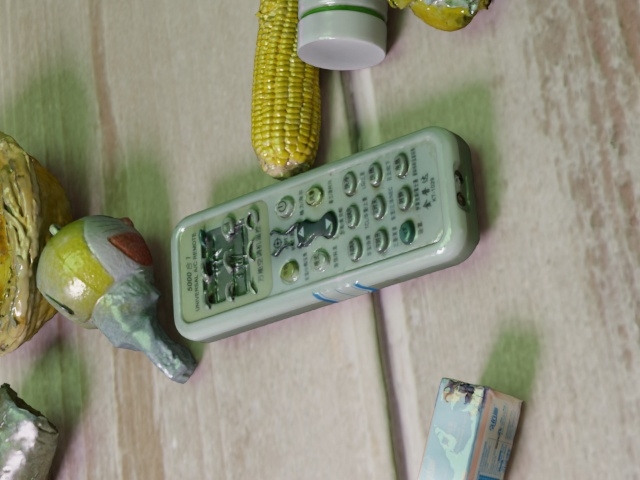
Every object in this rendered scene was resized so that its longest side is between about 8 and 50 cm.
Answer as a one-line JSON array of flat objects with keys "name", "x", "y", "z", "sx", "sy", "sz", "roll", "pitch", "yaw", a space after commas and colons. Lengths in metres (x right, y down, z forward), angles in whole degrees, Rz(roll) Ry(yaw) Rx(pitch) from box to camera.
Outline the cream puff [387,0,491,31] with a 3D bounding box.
[{"name": "cream puff", "x": 0.102, "y": -0.318, "z": 1.714, "sx": 0.221, "sy": 0.195, "sz": 0.195, "roll": -53, "pitch": 50, "yaw": 10}]

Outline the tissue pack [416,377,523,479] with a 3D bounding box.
[{"name": "tissue pack", "x": 0.125, "y": 0.169, "z": 1.612, "sx": 0.059, "sy": 0.074, "sz": 0.094, "roll": 11, "pitch": 82, "yaw": 34}]

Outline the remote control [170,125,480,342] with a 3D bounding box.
[{"name": "remote control", "x": 0.000, "y": 0.000, "z": 1.771, "sx": 0.335, "sy": 0.065, "sz": 0.128, "roll": -18, "pitch": 68, "yaw": 35}]

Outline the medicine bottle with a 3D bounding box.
[{"name": "medicine bottle", "x": 0.023, "y": -0.261, "z": 1.818, "sx": 0.086, "sy": 0.086, "sz": 0.183, "roll": -11, "pitch": 70, "yaw": 37}]

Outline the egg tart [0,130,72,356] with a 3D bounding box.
[{"name": "egg tart", "x": -0.325, "y": 0.005, "z": 2.020, "sx": 0.232, "sy": 0.098, "sz": 0.252, "roll": -55, "pitch": 44, "yaw": 37}]

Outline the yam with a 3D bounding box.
[{"name": "yam", "x": -0.341, "y": 0.274, "z": 1.947, "sx": 0.106, "sy": 0.106, "sz": 0.259, "roll": 38, "pitch": 101, "yaw": 40}]

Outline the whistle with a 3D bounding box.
[{"name": "whistle", "x": -0.194, "y": 0.052, "z": 1.896, "sx": 0.223, "sy": 0.123, "sz": 0.123, "roll": 44, "pitch": 106, "yaw": 25}]

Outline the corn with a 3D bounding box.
[{"name": "corn", "x": -0.033, "y": -0.154, "z": 1.845, "sx": 0.067, "sy": 0.067, "sz": 0.206, "roll": -14, "pitch": 68, "yaw": 36}]
